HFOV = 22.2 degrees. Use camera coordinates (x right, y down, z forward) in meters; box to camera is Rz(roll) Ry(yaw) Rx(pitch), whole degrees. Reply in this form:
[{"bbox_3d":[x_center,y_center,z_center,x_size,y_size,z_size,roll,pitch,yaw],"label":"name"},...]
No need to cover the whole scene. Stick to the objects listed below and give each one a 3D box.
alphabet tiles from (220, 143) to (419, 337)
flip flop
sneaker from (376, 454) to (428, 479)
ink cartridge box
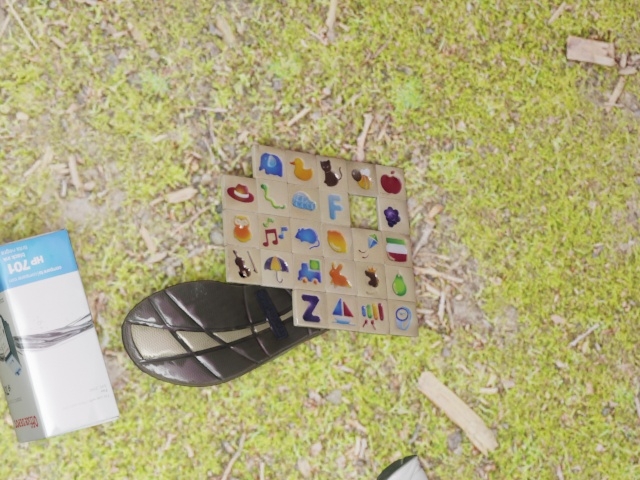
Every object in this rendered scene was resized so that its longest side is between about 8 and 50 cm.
[{"bbox_3d":[0.000,0.000,1.754,0.237,0.009,0.198,7,69,-31],"label":"alphabet tiles"},{"bbox_3d":[-0.087,0.085,1.719,0.277,0.080,0.112,-20,83,-38],"label":"flip flop"},{"bbox_3d":[0.060,0.293,1.747,0.152,0.054,0.061,-33,96,-23],"label":"sneaker"},{"bbox_3d":[-0.273,0.097,1.605,0.082,0.139,0.190,-14,86,-23],"label":"ink cartridge box"}]
